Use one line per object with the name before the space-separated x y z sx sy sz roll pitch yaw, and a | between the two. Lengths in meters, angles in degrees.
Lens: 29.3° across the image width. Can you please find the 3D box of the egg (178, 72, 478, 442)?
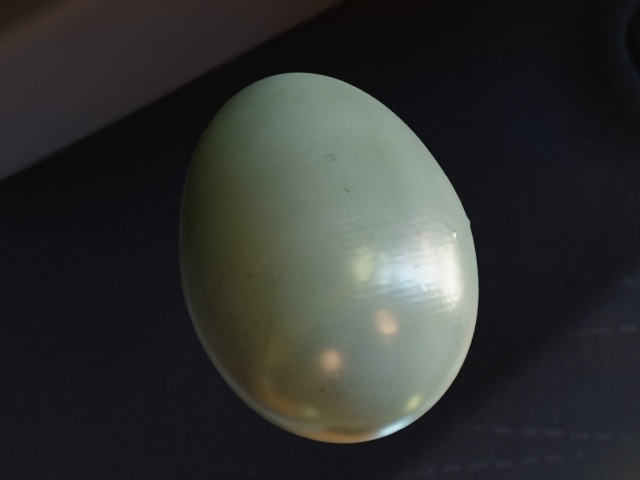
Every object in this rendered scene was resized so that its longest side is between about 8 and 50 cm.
egg | 0.000 0.000 0.981 0.230 0.371 0.230 -7 129 -8
